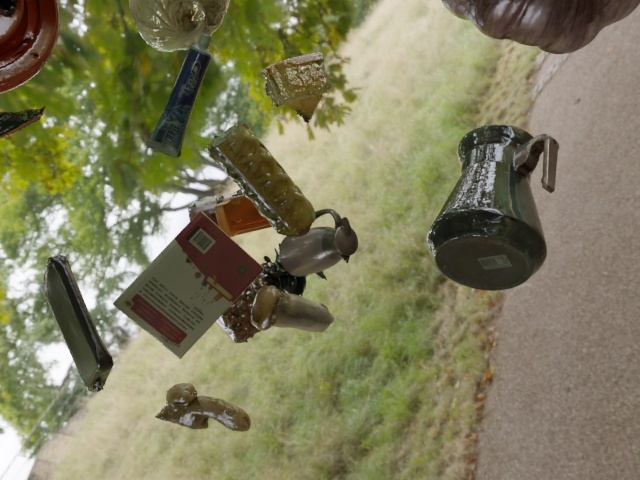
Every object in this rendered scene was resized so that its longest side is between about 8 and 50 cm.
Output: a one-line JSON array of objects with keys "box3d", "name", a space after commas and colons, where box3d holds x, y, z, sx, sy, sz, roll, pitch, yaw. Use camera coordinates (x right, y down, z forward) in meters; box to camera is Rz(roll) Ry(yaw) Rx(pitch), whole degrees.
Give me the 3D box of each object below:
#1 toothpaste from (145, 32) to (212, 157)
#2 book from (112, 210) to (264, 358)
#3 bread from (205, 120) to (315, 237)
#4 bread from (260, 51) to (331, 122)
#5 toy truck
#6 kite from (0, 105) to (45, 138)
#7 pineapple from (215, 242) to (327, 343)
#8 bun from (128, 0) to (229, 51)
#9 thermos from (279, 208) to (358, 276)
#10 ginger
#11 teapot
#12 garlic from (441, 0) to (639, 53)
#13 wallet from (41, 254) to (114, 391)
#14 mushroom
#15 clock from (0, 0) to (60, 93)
[{"box3d": [-0.291, -0.309, 1.206, 0.069, 0.047, 0.268, 4, -65, -59], "name": "toothpaste"}, {"box3d": [-0.238, 0.083, 1.040, 0.232, 0.162, 0.022, -47, 12, -1], "name": "book"}, {"box3d": [-0.110, -0.112, 1.132, 0.098, 0.269, 0.087, -38, 20, 5], "name": "bread"}, {"box3d": [-0.071, -0.390, 1.480, 0.160, 0.169, 0.140, 118, 135, -73], "name": "bread"}, {"box3d": [-0.203, -0.073, 1.480, 0.135, 0.271, 0.114, -137, 35, -70], "name": "toy truck"}, {"box3d": [-0.406, -0.083, 0.495, 0.234, 0.321, 0.016, 52, 140, 40], "name": "kite"}, {"box3d": [-0.108, 0.101, 1.419, 0.365, 0.165, 0.165, -37, -9, -23], "name": "pineapple"}, {"box3d": [-0.312, -0.548, 1.317, 0.153, 0.244, 0.243, 48, 137, 28], "name": "bun"}, {"box3d": [0.000, 0.000, 1.265, 0.193, 0.105, 0.137, -18, 73, 52], "name": "thermos"}, {"box3d": [-0.253, 0.376, 1.234, 0.059, 0.214, 0.132, -67, -7, -54], "name": "ginger"}, {"box3d": [0.401, -0.090, 1.286, 0.300, 0.253, 0.343, -34, 31, 50], "name": "teapot"}, {"box3d": [0.256, -0.332, 0.640, 0.160, 0.245, 0.244, 72, -149, -72], "name": "garlic"}, {"box3d": [-0.446, 0.154, 1.046, 0.250, 0.044, 0.149, 58, 140, 16], "name": "wallet"}, {"box3d": [-0.044, 0.143, 1.084, 0.071, 0.209, 0.084, 20, 89, 45], "name": "mushroom"}, {"box3d": [-0.388, -0.250, 0.600, 0.051, 0.205, 0.205, -27, 47, 63], "name": "clock"}]
